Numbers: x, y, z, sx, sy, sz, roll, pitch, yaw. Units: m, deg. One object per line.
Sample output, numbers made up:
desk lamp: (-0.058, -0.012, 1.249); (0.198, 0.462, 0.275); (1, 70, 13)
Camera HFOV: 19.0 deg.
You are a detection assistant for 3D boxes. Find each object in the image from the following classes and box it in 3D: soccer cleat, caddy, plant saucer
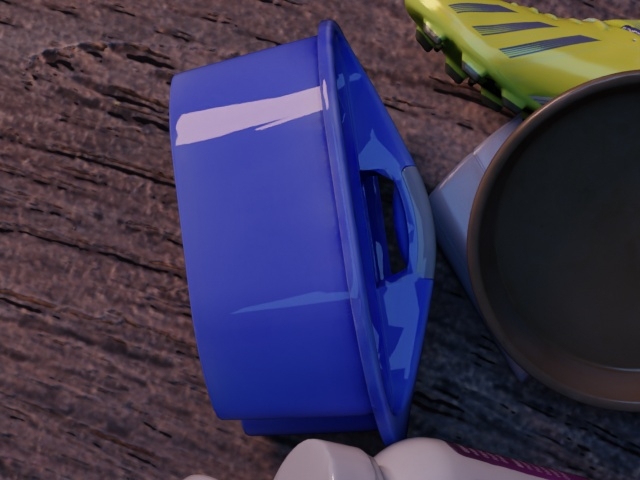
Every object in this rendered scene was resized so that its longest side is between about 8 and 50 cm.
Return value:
soccer cleat: (0.204, -0.140, 1.527); (0.289, 0.093, 0.121); (31, 89, 5)
caddy: (0.000, 0.000, 1.488); (0.179, 0.241, 0.341); (-10, 77, 6)
plant saucer: (0.251, -0.001, 1.474); (0.278, 0.041, 0.278); (0, 109, 1)

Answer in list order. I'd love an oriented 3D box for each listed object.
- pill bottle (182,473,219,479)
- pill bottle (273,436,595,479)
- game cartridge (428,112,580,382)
pill bottle: (-0.124, 0.318, 1.450); (0.146, 0.146, 0.264); (37, 73, 11)
pill bottle: (0.113, 0.239, 1.405); (0.302, 0.169, 0.169); (17, 77, -21)
game cartridge: (0.242, -0.037, 1.576); (0.294, 0.060, 0.196); (-29, 73, -3)
